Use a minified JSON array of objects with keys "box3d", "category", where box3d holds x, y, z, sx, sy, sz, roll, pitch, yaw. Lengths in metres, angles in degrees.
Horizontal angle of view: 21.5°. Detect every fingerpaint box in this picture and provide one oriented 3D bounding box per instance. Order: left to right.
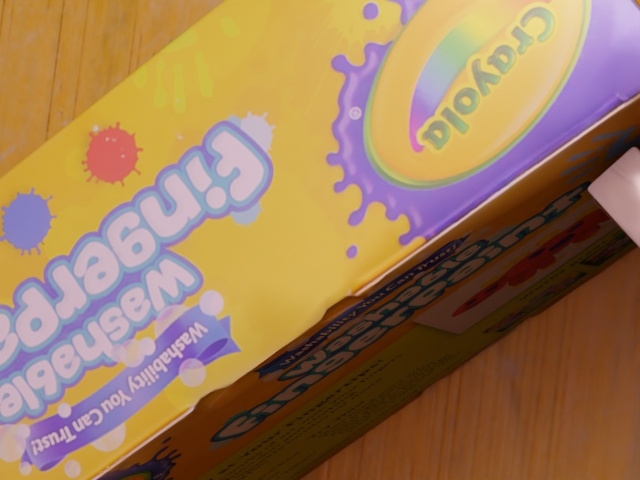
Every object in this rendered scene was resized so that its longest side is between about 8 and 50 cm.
[{"box3d":[0.000,0.000,0.937,0.445,0.371,0.163,-36,76,15],"category":"fingerpaint box"}]

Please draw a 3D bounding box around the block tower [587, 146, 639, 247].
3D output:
[{"box3d":[0.227,-0.006,0.879,0.097,0.335,0.091,-45,74,11],"category":"block tower"}]
